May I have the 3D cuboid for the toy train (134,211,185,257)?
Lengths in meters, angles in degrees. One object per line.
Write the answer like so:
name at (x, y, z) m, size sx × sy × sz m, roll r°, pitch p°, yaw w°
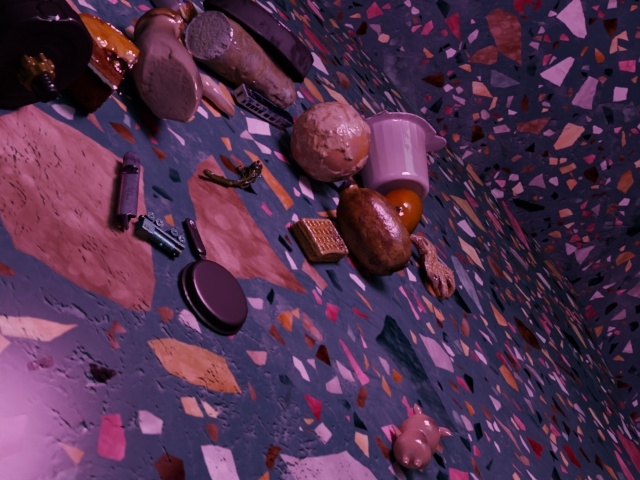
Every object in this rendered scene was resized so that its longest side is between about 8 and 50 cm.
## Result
toy train at (-0.251, -0.008, 1.181) m, size 0.092 × 0.029 × 0.045 m, roll 40°, pitch 32°, yaw -29°

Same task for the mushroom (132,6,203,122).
mushroom at (-0.305, -0.345, 1.462) m, size 0.128 × 0.128 × 0.350 m, roll 33°, pitch 26°, yaw -39°

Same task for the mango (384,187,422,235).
mango at (0.211, -0.071, 2.023) m, size 0.120 × 0.151 × 0.221 m, roll 34°, pitch 23°, yaw 7°

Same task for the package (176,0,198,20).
package at (-0.355, -0.604, 1.894) m, size 0.120 × 0.031 × 0.108 m, roll 49°, pitch 22°, yaw -7°

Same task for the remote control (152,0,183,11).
remote control at (-0.391, -0.607, 1.783) m, size 0.166 × 0.065 × 0.029 m, roll 55°, pitch 23°, yaw 8°

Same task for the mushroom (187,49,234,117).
mushroom at (-0.260, -0.351, 1.669) m, size 0.202 × 0.054 × 0.059 m, roll 44°, pitch 21°, yaw -30°

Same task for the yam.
yam at (-0.181, -0.430, 1.857) m, size 0.330 × 0.133 × 0.133 m, roll 34°, pitch 28°, yaw -46°

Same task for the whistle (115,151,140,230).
whistle at (-0.303, -0.082, 1.184) m, size 0.033 × 0.033 × 0.176 m, roll 36°, pitch 26°, yaw -34°

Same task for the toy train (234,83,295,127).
toy train at (-0.134, -0.330, 1.882) m, size 0.208 × 0.047 × 0.043 m, roll 23°, pitch 40°, yaw -52°

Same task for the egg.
egg at (0.024, -0.247, 1.872) m, size 0.203 × 0.203 × 0.245 m, roll 44°, pitch 17°, yaw -19°

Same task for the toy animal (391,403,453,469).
toy animal at (0.179, 0.369, 1.369) m, size 0.083 × 0.089 × 0.150 m, roll 53°, pitch 30°, yaw -6°

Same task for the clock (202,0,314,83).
clock at (-0.158, -0.532, 1.942) m, size 0.325 × 0.067 × 0.325 m, roll 36°, pitch -1°, yaw 1°

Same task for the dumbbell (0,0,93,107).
dumbbell at (-0.470, -0.355, 1.079) m, size 0.388 × 0.185 × 0.185 m, roll 58°, pitch 23°, yaw 15°

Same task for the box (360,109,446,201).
box at (0.231, -0.207, 2.156) m, size 0.292 × 0.262 × 0.206 m, roll 5°, pitch 59°, yaw -14°

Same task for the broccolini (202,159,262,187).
broccolini at (-0.172, -0.129, 1.511) m, size 0.194 × 0.054 × 0.052 m, roll -22°, pitch 94°, yaw -66°

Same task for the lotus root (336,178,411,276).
lotus root at (0.120, -0.034, 1.792) m, size 0.260 × 0.145 × 0.128 m, roll 58°, pitch 16°, yaw 8°

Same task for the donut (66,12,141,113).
donut at (-0.393, -0.308, 1.290) m, size 0.141 × 0.085 × 0.217 m, roll 43°, pitch 22°, yaw -19°

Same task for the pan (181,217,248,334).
pan at (-0.182, 0.048, 1.224) m, size 0.136 × 0.028 × 0.235 m, roll 25°, pitch 34°, yaw -50°

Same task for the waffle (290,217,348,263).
waffle at (0.000, -0.001, 1.642) m, size 0.102 × 0.042 × 0.148 m, roll 58°, pitch 22°, yaw 15°

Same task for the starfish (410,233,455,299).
starfish at (0.308, 0.058, 2.135) m, size 0.216 × 0.071 × 0.238 m, roll 45°, pitch 16°, yaw -30°
